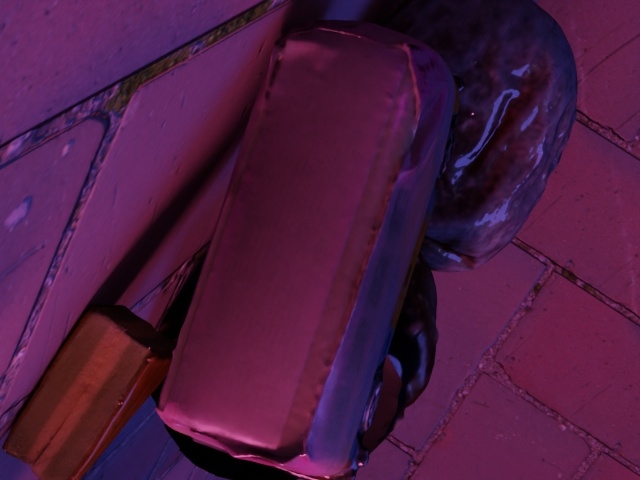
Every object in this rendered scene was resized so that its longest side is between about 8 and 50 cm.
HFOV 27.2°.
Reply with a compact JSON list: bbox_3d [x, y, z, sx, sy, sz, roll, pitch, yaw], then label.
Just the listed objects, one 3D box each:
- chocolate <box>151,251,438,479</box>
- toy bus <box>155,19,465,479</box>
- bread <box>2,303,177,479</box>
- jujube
[{"bbox_3d":[-0.017,0.088,1.338,0.340,0.225,0.210,-36,-162,45],"label":"chocolate"},{"bbox_3d":[0.000,0.000,1.081,0.162,0.171,0.386,46,61,-80],"label":"toy bus"},{"bbox_3d":[-0.183,0.127,1.072,0.139,0.074,0.084,-58,171,3],"label":"bread"},{"bbox_3d":[0.132,-0.116,1.395,0.308,0.246,0.215,-53,-166,3],"label":"jujube"}]
